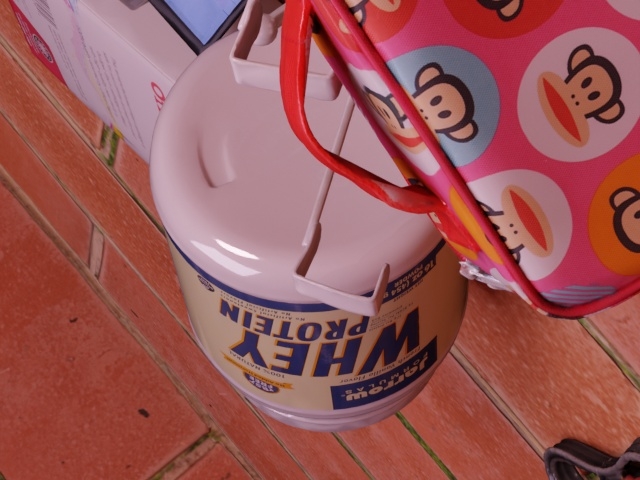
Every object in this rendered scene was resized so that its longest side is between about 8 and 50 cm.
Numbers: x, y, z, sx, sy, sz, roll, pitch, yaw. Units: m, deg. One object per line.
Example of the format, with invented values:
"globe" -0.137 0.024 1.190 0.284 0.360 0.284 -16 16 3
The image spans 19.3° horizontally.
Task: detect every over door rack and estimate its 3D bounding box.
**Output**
"over door rack" -0.014 -0.155 1.091 0.108 0.324 0.239 0 149 9

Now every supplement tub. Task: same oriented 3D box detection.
"supplement tub" 0.000 0.000 1.483 0.235 0.235 0.325 44 164 23

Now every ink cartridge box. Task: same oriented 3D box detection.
"ink cartridge box" -0.156 -0.187 1.690 0.306 0.131 0.226 41 161 28

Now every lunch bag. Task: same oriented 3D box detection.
"lunch bag" 0.101 -0.112 0.879 0.293 0.258 0.120 58 175 -23

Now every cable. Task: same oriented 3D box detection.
"cable" 0.246 0.214 1.586 0.287 0.072 0.139 20 140 62

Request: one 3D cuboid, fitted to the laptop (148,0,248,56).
"laptop" -0.126 -0.286 1.355 0.234 0.136 0.264 48 178 7
